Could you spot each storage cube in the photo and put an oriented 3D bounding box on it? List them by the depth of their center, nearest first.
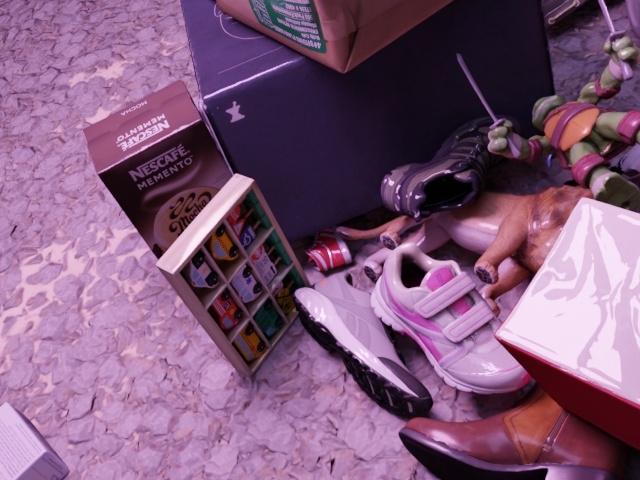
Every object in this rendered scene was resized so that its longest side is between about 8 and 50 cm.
[{"bbox_3d":[0.332,0.098,0.822,0.215,0.193,0.184,26,78,47],"label":"storage cube"}]

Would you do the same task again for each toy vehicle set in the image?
[{"bbox_3d":[-0.106,0.056,1.116,0.035,0.267,0.166,22,63,34],"label":"toy vehicle set"}]

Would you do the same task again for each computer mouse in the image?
[{"bbox_3d":[0.445,-0.111,1.157,0.193,0.106,0.042,-23,87,-20],"label":"computer mouse"}]

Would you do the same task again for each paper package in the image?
[{"bbox_3d":[0.030,-0.400,1.060,0.309,0.168,0.325,-37,42,-13],"label":"paper package"}]

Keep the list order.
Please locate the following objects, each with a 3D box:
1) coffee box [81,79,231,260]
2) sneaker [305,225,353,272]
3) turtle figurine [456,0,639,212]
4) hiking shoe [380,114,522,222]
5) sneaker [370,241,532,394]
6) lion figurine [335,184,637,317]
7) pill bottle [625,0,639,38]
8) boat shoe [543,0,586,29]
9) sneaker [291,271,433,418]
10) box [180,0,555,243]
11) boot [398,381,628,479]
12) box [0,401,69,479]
[{"bbox_3d":[-0.214,-0.074,1.240,0.168,0.297,0.119,-28,48,-3],"label":"coffee box"},{"bbox_3d":[0.000,0.000,1.272,0.067,0.042,0.118,-23,50,-4],"label":"sneaker"},{"bbox_3d":[0.313,-0.165,1.004,0.197,0.275,0.266,-18,35,-10],"label":"turtle figurine"},{"bbox_3d":[0.201,-0.091,1.109,0.227,0.086,0.114,-33,36,-10],"label":"hiking shoe"},{"bbox_3d":[0.158,0.092,1.006,0.103,0.111,0.252,-36,52,-26],"label":"sneaker"},{"bbox_3d":[0.230,-0.020,1.141,0.392,0.142,0.240,24,55,39],"label":"lion figurine"},{"bbox_3d":[0.626,-0.414,1.325,0.216,0.121,0.121,-12,49,11],"label":"pill bottle"},{"bbox_3d":[0.496,-0.472,1.443,0.305,0.091,0.109,-27,11,-5],"label":"boat shoe"},{"bbox_3d":[0.067,0.131,1.104,0.108,0.100,0.271,-33,48,-14],"label":"sneaker"},{"bbox_3d":[0.051,-0.307,1.299,0.479,0.297,0.472,-22,38,3],"label":"box"},{"bbox_3d":[0.260,0.180,0.996,0.264,0.096,0.280,6,51,32],"label":"boot"},{"bbox_3d":[-0.456,0.328,1.152,0.137,0.072,0.126,-44,51,-17],"label":"box"}]
